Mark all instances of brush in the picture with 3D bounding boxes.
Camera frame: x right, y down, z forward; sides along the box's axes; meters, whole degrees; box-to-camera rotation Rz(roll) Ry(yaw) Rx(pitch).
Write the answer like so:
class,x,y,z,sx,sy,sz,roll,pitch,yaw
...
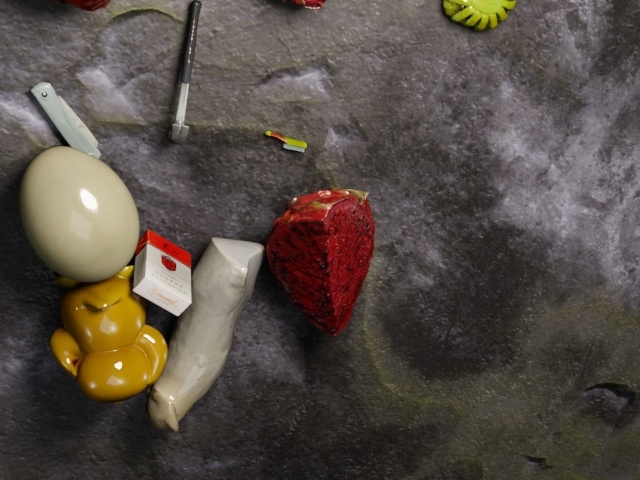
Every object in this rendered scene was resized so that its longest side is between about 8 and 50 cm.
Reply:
class,x,y,z,sx,sy,sz,roll,pitch,yaw
brush,-0.067,-0.183,1.565,0.083,0.018,0.021,15,118,-25

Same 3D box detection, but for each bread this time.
class,x,y,z,sx,sy,sz,roll,pitch,yaw
bread,0.294,-0.446,1.532,0.139,0.071,0.130,7,115,-20

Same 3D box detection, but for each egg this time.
class,x,y,z,sx,sy,sz,roll,pitch,yaw
egg,-0.409,-0.043,1.426,0.186,0.186,0.241,-28,111,-4

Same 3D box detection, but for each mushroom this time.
class,x,y,z,sx,sy,sz,roll,pitch,yaw
mushroom,-0.225,0.180,1.597,0.126,0.177,0.397,23,108,-2

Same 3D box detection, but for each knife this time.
class,x,y,z,sx,sy,sz,roll,pitch,yaw
knife,-0.430,-0.200,1.439,0.044,0.023,0.162,-31,119,0

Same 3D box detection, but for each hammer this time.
class,x,y,z,sx,sy,sz,roll,pitch,yaw
hammer,-0.228,-0.284,1.435,0.029,0.103,0.246,7,104,-14

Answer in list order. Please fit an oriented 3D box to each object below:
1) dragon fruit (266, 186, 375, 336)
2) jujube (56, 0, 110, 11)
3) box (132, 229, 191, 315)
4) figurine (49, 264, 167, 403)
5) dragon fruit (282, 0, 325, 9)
class,x,y,z,sx,sy,sz,roll,pitch,yaw
dragon fruit,0.000,0.000,1.611,0.205,0.152,0.317,-51,147,-39
jujube,-0.351,-0.472,1.257,0.183,0.183,0.243,17,107,-24
box,-0.285,0.057,1.527,0.100,0.152,0.048,36,114,-28
figurine,-0.385,0.165,1.521,0.215,0.215,0.228,-9,114,-14
dragon fruit,-0.012,-0.456,1.404,0.166,0.136,0.133,-56,153,-18
